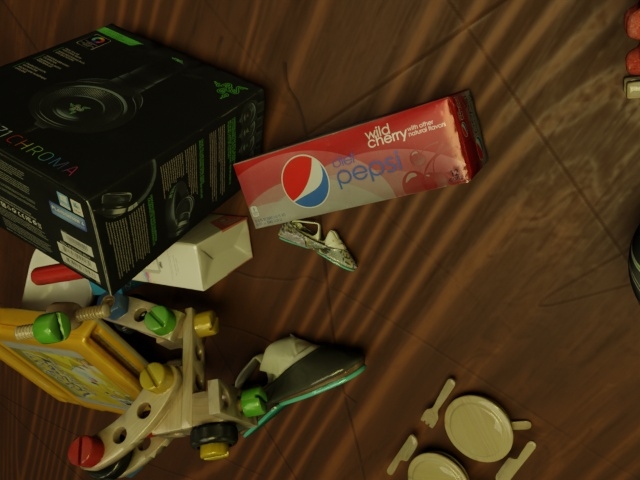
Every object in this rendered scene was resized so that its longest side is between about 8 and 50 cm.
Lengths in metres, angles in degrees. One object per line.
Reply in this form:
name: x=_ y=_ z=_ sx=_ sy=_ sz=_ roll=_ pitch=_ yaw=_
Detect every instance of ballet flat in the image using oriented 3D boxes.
ballet flat: x=-0.058 y=0.198 z=0.760 sx=0.280 sy=0.095 sz=0.096 roll=-39 pitch=77 yaw=34
ballet flat: x=0.000 y=0.000 z=0.676 sx=0.114 sy=0.041 sz=0.041 roll=25 pitch=120 yaw=17

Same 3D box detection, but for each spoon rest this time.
spoon rest: x=-0.477 y=0.110 z=0.950 sx=0.137 sy=0.084 sz=0.276 roll=43 pitch=124 yaw=6

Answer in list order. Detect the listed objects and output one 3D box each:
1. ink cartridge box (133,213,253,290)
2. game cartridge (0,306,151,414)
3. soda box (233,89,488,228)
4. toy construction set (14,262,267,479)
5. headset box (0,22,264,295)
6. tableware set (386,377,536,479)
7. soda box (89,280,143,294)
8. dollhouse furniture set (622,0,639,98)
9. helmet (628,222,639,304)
ink cartridge box: x=-0.210 y=0.007 z=0.744 sx=0.198 sy=0.115 sz=0.067 roll=6 pitch=113 yaw=27
game cartridge: x=-0.415 y=0.214 z=0.901 sx=0.324 sy=0.052 sz=0.285 roll=-2 pitch=137 yaw=26
soda box: x=0.038 y=-0.085 z=0.586 sx=0.263 sy=0.092 sz=0.083 roll=-11 pitch=103 yaw=31
toy construction set: x=-0.196 y=0.146 z=0.684 sx=0.237 sy=0.257 sz=0.308 roll=-10 pitch=125 yaw=17
headset box: x=-0.233 y=-0.116 z=0.615 sx=0.246 sy=0.283 sz=0.131 roll=27 pitch=136 yaw=17
tableware set: x=0.183 y=0.276 z=0.694 sx=0.128 sy=0.039 sz=0.194 roll=36 pitch=118 yaw=24
soda box: x=-0.338 y=-0.022 z=0.829 sx=0.071 sy=0.067 sz=0.210 roll=-2 pitch=109 yaw=29
dollhouse furniture set: x=0.266 y=-0.277 z=0.319 sx=0.152 sy=0.201 sz=0.373 roll=-2 pitch=109 yaw=29
helmet: x=0.343 y=0.028 z=0.428 sx=0.170 sy=0.161 sz=0.169 roll=11 pitch=115 yaw=24
